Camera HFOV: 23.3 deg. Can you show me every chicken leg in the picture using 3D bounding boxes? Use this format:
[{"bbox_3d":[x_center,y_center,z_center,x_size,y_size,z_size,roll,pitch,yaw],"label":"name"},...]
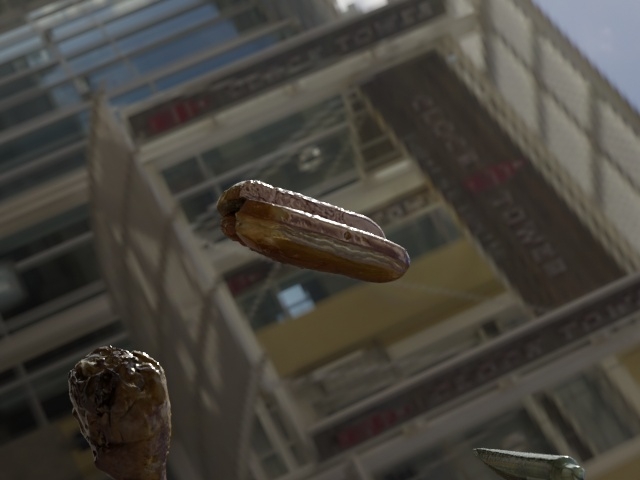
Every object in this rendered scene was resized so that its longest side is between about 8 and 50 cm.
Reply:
[{"bbox_3d":[-0.169,0.215,1.455,0.107,0.087,0.252,133,-58,-64],"label":"chicken leg"}]

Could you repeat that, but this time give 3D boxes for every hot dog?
[{"bbox_3d":[0.000,0.000,1.466,0.235,0.062,0.092,18,15,-41],"label":"hot dog"}]

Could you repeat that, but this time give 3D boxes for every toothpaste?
[{"bbox_3d":[0.203,0.219,1.489,0.049,0.031,0.204,41,-15,-10],"label":"toothpaste"}]
